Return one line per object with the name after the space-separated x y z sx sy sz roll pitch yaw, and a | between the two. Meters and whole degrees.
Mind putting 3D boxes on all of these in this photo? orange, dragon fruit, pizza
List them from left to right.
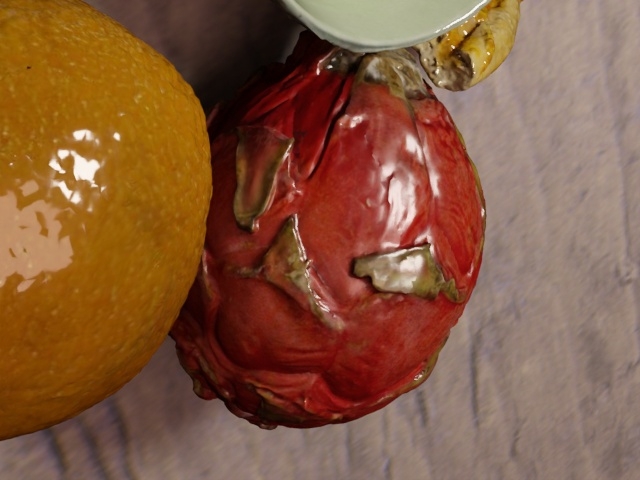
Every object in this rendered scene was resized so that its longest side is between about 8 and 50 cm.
-0.256 -0.022 0.890 0.357 0.322 0.322 0 117 -26 | orange
0.000 0.000 1.114 0.277 0.277 0.342 10 123 -40 | dragon fruit
0.115 -0.224 1.173 0.062 0.161 0.182 -37 -175 41 | pizza

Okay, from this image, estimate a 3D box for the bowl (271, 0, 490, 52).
0.032 -0.313 1.021 0.307 0.163 0.307 -18 125 -27 | bowl
